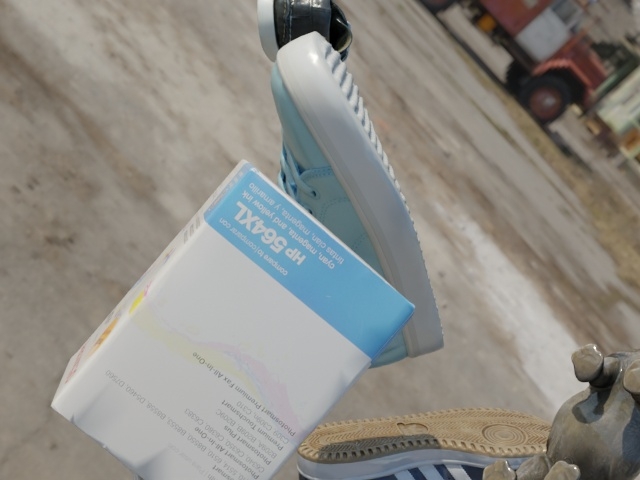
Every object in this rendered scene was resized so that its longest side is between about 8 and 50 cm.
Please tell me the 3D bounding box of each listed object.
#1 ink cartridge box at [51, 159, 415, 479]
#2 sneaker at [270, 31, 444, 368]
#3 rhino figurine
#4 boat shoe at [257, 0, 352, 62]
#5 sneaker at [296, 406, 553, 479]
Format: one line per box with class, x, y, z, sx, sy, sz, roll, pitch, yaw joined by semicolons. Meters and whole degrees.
ink cartridge box;-0.044;0.048;0.506;0.090;0.143;0.092;41;0;-9
sneaker;0.000;0.000;0.965;0.135;0.150;0.366;-110;179;-46
rhino figurine;0.225;0.112;0.853;0.073;0.243;0.106;39;-2;39
boat shoe;-0.005;-0.254;1.493;0.302;0.091;0.114;-17;106;-79
sneaker;0.116;0.262;1.199;0.099;0.282;0.153;-111;-160;-71
